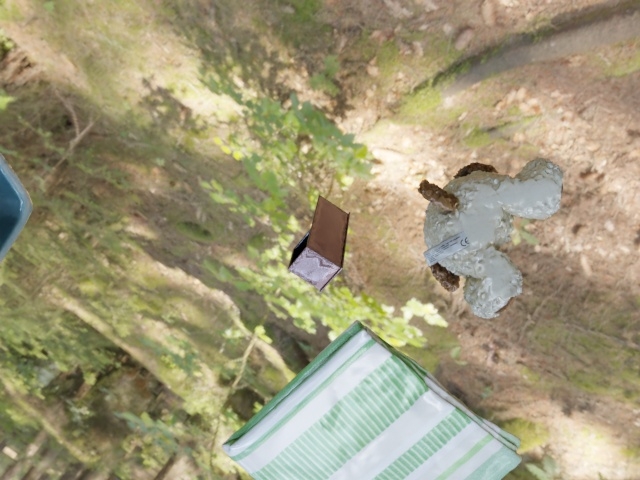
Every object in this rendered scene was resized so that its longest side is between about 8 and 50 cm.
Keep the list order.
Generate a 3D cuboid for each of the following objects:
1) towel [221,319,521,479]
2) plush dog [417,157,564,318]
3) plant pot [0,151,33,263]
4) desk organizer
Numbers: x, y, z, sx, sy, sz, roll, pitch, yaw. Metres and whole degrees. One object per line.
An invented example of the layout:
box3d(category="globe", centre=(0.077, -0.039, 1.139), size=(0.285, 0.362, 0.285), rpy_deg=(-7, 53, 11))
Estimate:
box3d(category="towel", centre=(0.074, 0.260, 0.744), size=(0.325, 0.248, 0.038), rpy_deg=(40, -167, -26))
box3d(category="plush dog", centre=(0.231, -0.029, 0.975), size=(0.211, 0.262, 0.225), rpy_deg=(23, 178, -3))
box3d(category="plant pot", centre=(-0.448, -0.028, 0.484), size=(0.253, 0.247, 0.247), rpy_deg=(12, 148, 7))
box3d(category="desk organizer", centre=(0.000, 0.000, 0.754), size=(0.050, 0.130, 0.047), rpy_deg=(33, 121, -13))
